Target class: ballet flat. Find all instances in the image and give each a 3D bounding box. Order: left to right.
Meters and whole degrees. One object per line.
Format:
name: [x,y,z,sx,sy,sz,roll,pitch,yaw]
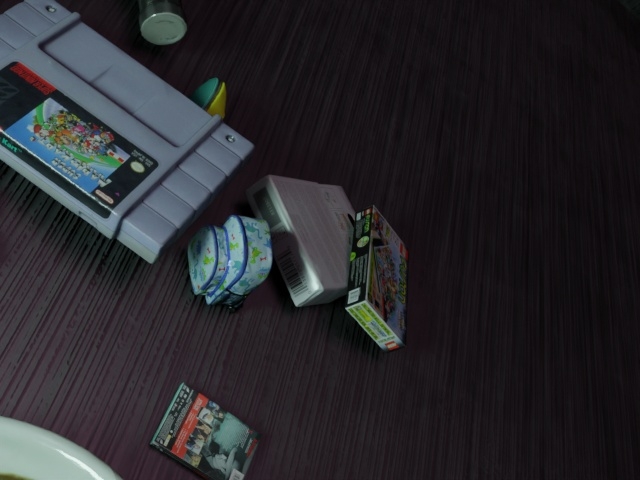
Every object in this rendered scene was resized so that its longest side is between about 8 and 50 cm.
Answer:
ballet flat: [-0.185,-0.140,1.109,0.077,0.077,0.231,56,40,-27]

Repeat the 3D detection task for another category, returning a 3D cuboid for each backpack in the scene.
backpack: [-0.116,0.023,1.009,0.084,0.114,0.105,11,56,-36]

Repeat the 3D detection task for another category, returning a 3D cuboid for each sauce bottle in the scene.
sauce bottle: [-0.264,-0.460,1.228,0.111,0.111,0.344,8,55,-37]

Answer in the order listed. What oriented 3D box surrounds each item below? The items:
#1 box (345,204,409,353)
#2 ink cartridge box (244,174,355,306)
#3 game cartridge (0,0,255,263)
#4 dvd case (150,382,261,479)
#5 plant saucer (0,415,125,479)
box: [0.089,0.055,1.182,0.114,0.036,0.207,49,31,-31]
ink cartridge box: [0.000,0.000,1.190,0.189,0.066,0.232,64,21,14]
game cartridge: [-0.282,-0.149,0.970,0.355,0.068,0.230,36,45,0]
dvd case: [-0.132,0.234,0.921,0.119,0.013,0.087,36,44,-14]
plant saucer: [-0.309,0.311,0.591,0.401,0.100,0.400,15,33,-10]
